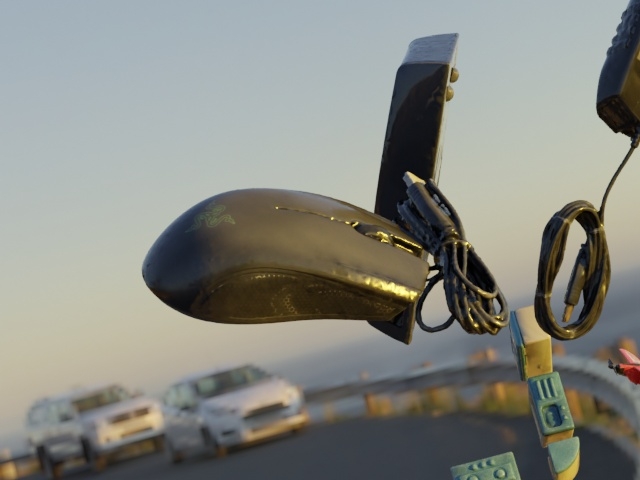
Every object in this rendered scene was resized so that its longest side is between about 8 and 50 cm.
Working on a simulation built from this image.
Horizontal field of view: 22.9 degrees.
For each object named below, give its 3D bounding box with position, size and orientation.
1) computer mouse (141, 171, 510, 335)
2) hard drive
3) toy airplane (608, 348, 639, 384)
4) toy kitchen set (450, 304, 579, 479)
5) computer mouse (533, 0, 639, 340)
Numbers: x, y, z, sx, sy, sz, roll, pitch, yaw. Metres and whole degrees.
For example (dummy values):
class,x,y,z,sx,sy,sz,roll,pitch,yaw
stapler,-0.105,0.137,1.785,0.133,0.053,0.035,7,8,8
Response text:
class,x,y,z,sx,sy,sz,roll,pitch,yaw
computer mouse,0.000,0.000,1.209,0.272,0.072,0.188,-2,35,-15
hard drive,0.083,-0.053,1.424,0.054,0.255,0.172,9,18,6
toy airplane,0.440,0.178,2.043,0.151,0.028,0.151,14,11,-3
toy kitchen set,0.230,0.213,2.018,0.166,0.207,0.122,-14,-30,1
computer mouse,0.182,-0.055,0.968,0.071,0.242,0.041,25,-3,-28
